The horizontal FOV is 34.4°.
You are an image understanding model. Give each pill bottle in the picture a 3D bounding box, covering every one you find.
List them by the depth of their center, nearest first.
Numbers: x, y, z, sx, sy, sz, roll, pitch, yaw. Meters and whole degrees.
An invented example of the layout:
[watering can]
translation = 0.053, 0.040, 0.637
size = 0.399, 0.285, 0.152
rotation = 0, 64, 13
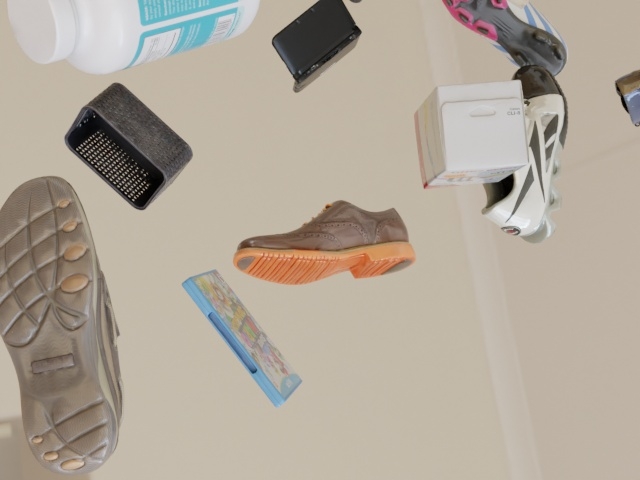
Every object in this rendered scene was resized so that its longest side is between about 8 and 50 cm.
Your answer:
[pill bottle]
translation = -0.203, -0.267, 1.130
size = 0.146, 0.264, 0.146
rotation = 23, -55, 37

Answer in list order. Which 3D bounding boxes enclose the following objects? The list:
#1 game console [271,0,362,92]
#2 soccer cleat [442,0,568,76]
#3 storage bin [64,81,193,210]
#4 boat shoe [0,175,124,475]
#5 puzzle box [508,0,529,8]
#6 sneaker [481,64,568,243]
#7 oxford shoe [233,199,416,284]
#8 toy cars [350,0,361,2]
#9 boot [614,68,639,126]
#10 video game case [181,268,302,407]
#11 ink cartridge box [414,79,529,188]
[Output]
[game console]
translation = -0.008, -0.286, 1.501
size = 0.071, 0.122, 0.107
rotation = 50, -8, 1
[soccer cleat]
translation = 0.327, -0.428, 1.928
size = 0.116, 0.331, 0.143
rotation = -42, -163, 21
[storage bin]
translation = -0.316, -0.154, 1.706
size = 0.180, 0.084, 0.122
rotation = 42, -44, -5
[boat shoe]
translation = -0.315, 0.102, 1.256
size = 0.130, 0.132, 0.355
rotation = 61, 23, -87
[puzzle box]
translation = 0.125, -0.503, 1.451
size = 0.052, 0.272, 0.409
rotation = -48, -128, 24
[sneaker]
translation = 0.332, -0.170, 1.763
size = 0.122, 0.146, 0.330
rotation = -29, -130, 51
[oxford shoe]
translation = 0.000, 0.000, 1.926
size = 0.130, 0.363, 0.133
rotation = -42, -124, 53
[toy cars]
translation = 0.190, -0.614, 2.071
size = 0.393, 0.176, 0.087
rotation = -35, -110, 11
[boot]
translation = 0.441, -0.198, 1.385
size = 0.219, 0.106, 0.082
rotation = 46, 22, -72
[video game case]
translation = -0.084, 0.105, 1.147
size = 0.166, 0.015, 0.119
rotation = 52, 8, 3
[ink cartridge box]
translation = 0.222, -0.155, 1.543
size = 0.176, 0.128, 0.127
rotation = 127, -42, -82
